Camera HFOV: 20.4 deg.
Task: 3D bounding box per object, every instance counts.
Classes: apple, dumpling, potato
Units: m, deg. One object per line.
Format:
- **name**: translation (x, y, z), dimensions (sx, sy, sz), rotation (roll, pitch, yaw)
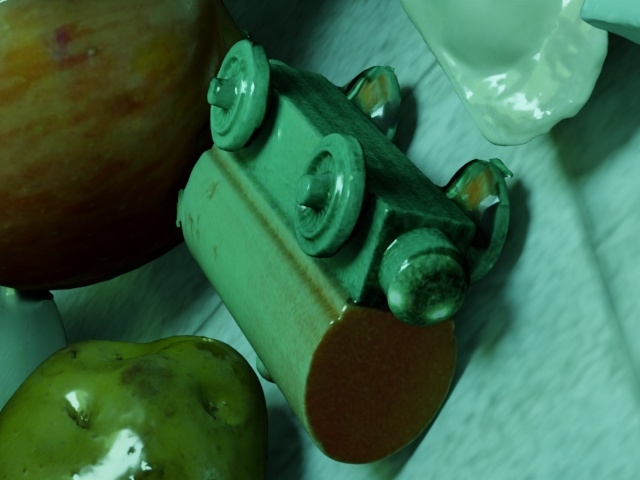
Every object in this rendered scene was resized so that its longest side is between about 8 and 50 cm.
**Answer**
- **apple**: translation (-0.145, -0.062, 1.146), dimensions (0.251, 0.163, 0.293), rotation (-25, -2, 9)
- **dumpling**: translation (0.099, -0.158, 0.892), dimensions (0.151, 0.124, 0.229), rotation (-53, 42, 32)
- **potato**: translation (-0.152, 0.210, 1.019), dimensions (0.195, 0.176, 0.369), rotation (36, 114, 19)

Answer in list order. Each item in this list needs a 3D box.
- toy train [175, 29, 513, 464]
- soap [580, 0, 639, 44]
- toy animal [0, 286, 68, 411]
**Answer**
- **toy train**: translation (0.000, 0.000, 0.982), dimensions (0.285, 0.116, 0.177), rotation (50, 125, 58)
- **soap**: translation (0.229, -0.191, 0.738), dimensions (0.160, 0.087, 0.265), rotation (27, 93, 62)
- **toy animal**: translation (-0.310, 0.089, 1.314), dimensions (0.310, 0.251, 0.251), rotation (10, 78, 48)
